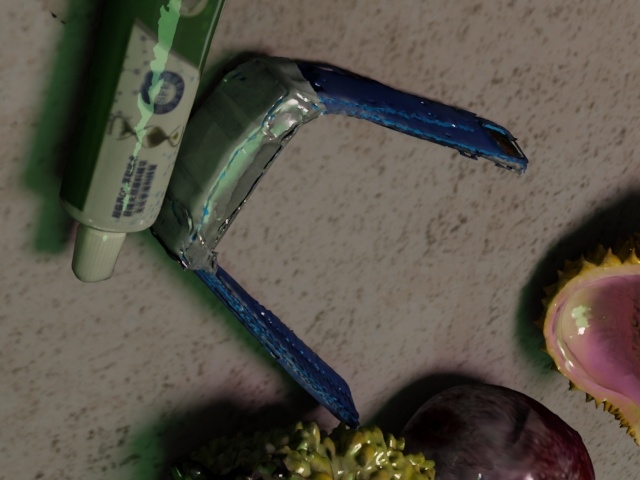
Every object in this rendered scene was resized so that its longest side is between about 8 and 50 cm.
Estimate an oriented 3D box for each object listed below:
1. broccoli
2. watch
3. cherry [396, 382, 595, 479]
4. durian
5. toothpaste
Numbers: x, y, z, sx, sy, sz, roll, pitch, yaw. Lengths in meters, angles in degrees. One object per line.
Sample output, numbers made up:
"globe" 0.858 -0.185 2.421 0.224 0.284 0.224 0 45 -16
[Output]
"broccoli" 0.014 0.252 0.869 0.180 0.273 0.242 -29 166 -35
"watch" -0.010 0.009 0.801 0.275 0.068 0.276 12 114 -44
"cherry" 0.144 0.219 0.975 0.195 0.195 0.195 -18 130 -22
"durian" 0.282 0.064 0.980 0.165 0.132 0.182 -38 132 -15
"toothpaste" -0.088 -0.145 0.631 0.099 0.061 0.392 4 117 -35
